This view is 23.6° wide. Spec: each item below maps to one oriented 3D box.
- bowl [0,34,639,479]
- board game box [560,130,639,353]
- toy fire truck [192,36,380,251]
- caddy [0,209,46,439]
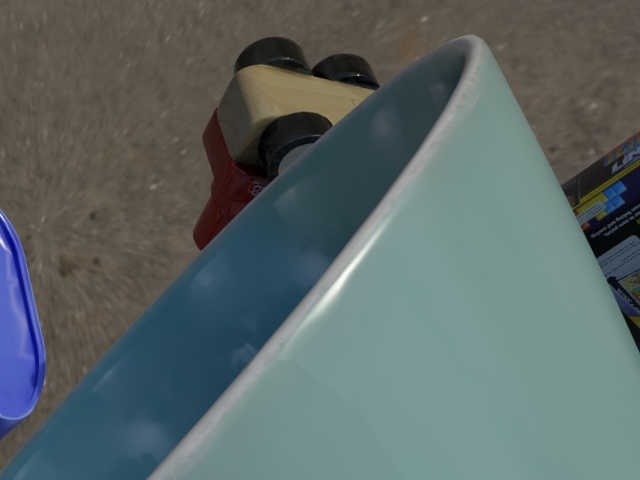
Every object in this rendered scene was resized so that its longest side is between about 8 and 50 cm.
[{"bbox_3d":[-0.005,0.102,0.484,0.163,0.311,0.311,43,83,-7],"label":"bowl"},{"bbox_3d":[0.234,-0.007,0.924,0.170,0.048,0.141,-36,109,29],"label":"board game box"},{"bbox_3d":[0.000,0.000,1.179,0.217,0.158,0.246,9,130,-29],"label":"toy fire truck"},{"bbox_3d":[-0.447,0.099,1.663,0.241,0.179,0.341,1,65,-40],"label":"caddy"}]
